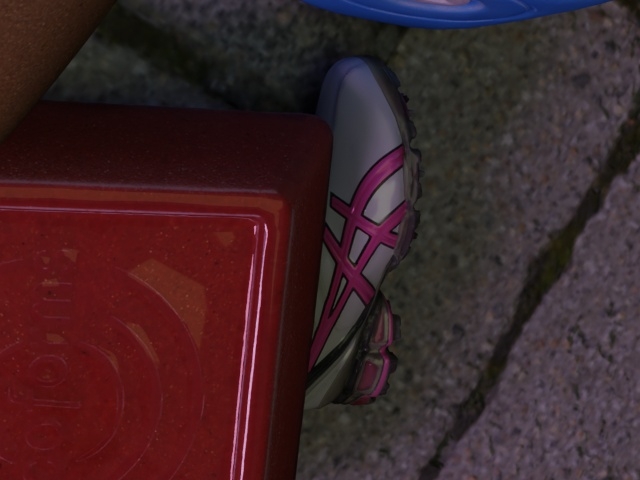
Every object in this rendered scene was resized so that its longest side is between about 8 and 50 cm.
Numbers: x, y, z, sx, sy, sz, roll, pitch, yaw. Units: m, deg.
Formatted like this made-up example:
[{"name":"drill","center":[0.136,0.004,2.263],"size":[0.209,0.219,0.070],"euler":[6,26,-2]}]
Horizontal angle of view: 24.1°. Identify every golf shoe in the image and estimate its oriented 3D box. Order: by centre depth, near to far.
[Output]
[{"name":"golf shoe","center":[0.000,0.000,0.743],"size":[0.086,0.067,0.186],"euler":[-2,108,-26]}]

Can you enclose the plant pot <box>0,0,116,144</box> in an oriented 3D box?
[{"name":"plant pot","center":[-0.147,-0.153,0.542],"size":[0.237,0.237,0.254],"euler":[10,118,-30]}]

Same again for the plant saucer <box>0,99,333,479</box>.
[{"name":"plant saucer","center":[-0.126,0.067,0.681],"size":[0.259,0.048,0.258],"euler":[2,107,-15]}]

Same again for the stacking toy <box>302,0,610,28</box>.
[{"name":"stacking toy","center":[0.070,-0.254,0.664],"size":[0.175,0.166,0.301],"euler":[9,88,-20]}]
